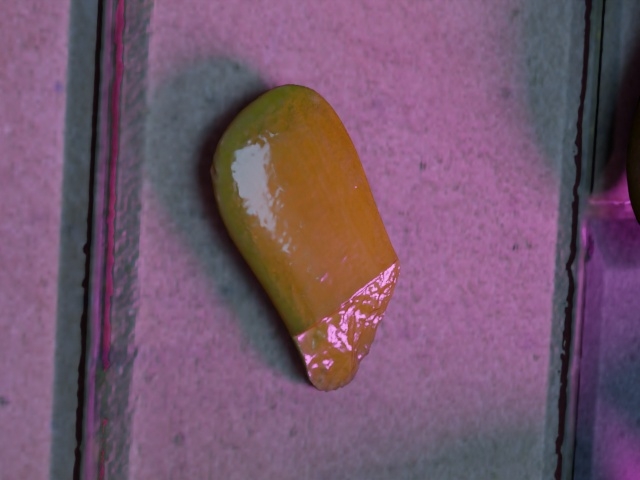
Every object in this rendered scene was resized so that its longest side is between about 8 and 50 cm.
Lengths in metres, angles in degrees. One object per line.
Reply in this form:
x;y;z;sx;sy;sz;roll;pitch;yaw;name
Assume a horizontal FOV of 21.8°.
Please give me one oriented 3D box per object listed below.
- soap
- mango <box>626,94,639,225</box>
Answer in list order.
0.000;0.000;0.861;0.089;0.033;0.168;-41;119;-24;soap
0.275;-0.106;1.007;0.133;0.111;0.267;31;77;-7;mango
